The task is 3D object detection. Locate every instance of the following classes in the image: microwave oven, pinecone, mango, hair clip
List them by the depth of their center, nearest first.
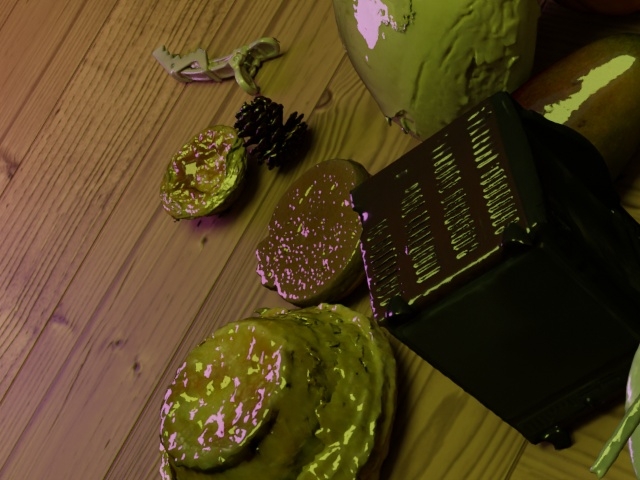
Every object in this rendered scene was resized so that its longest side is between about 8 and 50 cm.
[{"bbox_3d":[0.172,0.026,1.398,0.188,0.247,0.178,-31,42,23],"label":"microwave oven"},{"bbox_3d":[0.215,-0.087,1.537,0.267,0.111,0.133,-39,44,14],"label":"mango"},{"bbox_3d":[-0.057,-0.121,1.855,0.077,0.083,0.077,-56,-3,-4],"label":"pinecone"},{"bbox_3d":[-0.140,-0.208,2.031,0.226,0.034,0.072,4,66,46],"label":"hair clip"}]

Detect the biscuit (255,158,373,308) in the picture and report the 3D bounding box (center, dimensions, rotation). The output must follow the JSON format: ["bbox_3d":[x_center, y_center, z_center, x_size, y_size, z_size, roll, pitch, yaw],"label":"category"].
[{"bbox_3d":[0.003,0.001,1.732,0.170,0.050,0.170,-31,45,36],"label":"biscuit"}]

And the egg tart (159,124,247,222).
[{"bbox_3d":[-0.128,-0.070,1.905,0.130,0.052,0.130,-23,48,29],"label":"egg tart"}]

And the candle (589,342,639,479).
[{"bbox_3d":[0.337,0.120,1.101,0.221,0.342,0.221,-29,45,34],"label":"candle"}]

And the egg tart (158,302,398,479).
[{"bbox_3d":[-0.060,0.170,1.611,0.294,0.123,0.294,-23,49,29],"label":"egg tart"}]

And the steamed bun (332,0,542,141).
[{"bbox_3d":[0.106,-0.222,1.619,0.166,0.273,0.232,-5,48,-11],"label":"steamed bun"}]

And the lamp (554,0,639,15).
[{"bbox_3d":[0.271,-0.315,1.610,0.188,0.164,0.187,-26,48,32],"label":"lamp"}]
